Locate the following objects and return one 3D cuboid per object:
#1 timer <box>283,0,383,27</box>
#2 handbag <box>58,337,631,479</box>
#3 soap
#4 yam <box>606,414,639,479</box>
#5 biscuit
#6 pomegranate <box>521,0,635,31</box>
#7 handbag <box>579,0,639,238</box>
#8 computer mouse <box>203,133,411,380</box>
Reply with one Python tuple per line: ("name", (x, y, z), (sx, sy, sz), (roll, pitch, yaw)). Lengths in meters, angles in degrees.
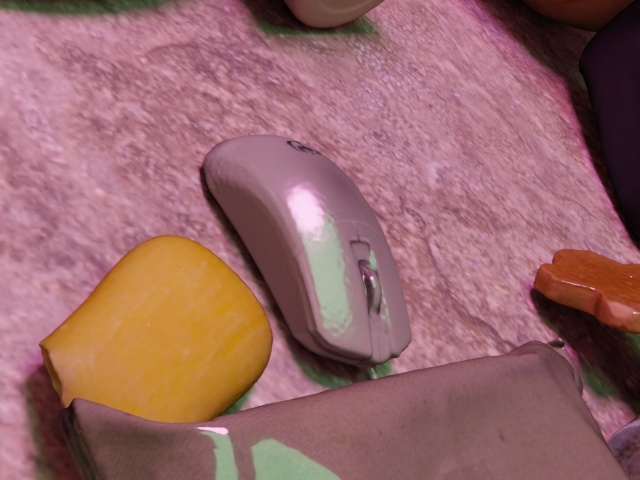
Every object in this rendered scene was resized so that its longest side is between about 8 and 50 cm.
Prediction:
("timer", (-0.037, -0.317, 0.875), (0.266, 0.175, 0.175), (48, 31, 18))
("handbag", (0.063, 0.164, 0.467), (0.316, 0.109, 0.253), (1, 56, -49))
("soap", (-0.076, 0.051, 0.509), (0.089, 0.033, 0.168), (43, 31, 2))
("yam", (0.246, 0.145, 0.699), (0.194, 0.107, 0.107), (-7, 58, -51))
("biscuit", (0.246, 0.048, 0.809), (0.184, 0.027, 0.133), (15, 17, 10))
("pomegranate", (0.309, -0.416, 1.196), (0.412, 0.411, 0.411), (29, 35, -23))
("handbag", (0.418, -0.084, 1.090), (0.302, 0.178, 0.275), (26, 36, -27))
("computer mouse", (0.000, 0.000, 0.637), (0.089, 0.056, 0.181), (-2, 54, -44))
